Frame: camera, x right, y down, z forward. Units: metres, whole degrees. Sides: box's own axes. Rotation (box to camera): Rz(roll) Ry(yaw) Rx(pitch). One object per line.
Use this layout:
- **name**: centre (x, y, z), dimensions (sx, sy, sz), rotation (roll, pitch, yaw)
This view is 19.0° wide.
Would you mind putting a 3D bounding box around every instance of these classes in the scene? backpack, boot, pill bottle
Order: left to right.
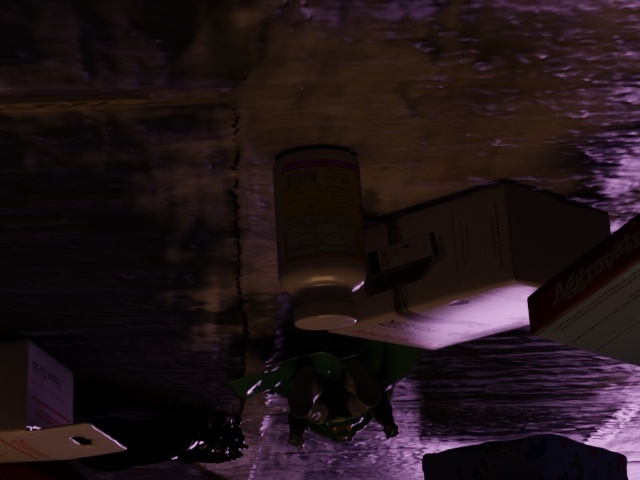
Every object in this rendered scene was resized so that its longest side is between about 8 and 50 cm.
- **boot**: centre (-0.129, 0.166, 1.577), dimensions (0.121, 0.045, 0.099), rotation (-10, 168, 27)
- **pill bottle**: centre (0.000, 0.000, 0.933), dimensions (0.043, 0.083, 0.043), rotation (-3, 165, -1)
- **backpack**: centre (0.176, 0.286, 1.784), dimensions (0.253, 0.191, 0.225), rotation (-22, 154, 32)

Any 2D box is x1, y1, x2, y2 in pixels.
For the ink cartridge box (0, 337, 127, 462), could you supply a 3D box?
- **ink cartridge box**: centre (-0.241, 0.114, 1.317), dimensions (0.198, 0.067, 0.115), rotation (-4, 165, 7)

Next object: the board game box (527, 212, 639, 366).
- **board game box**: centre (0.240, -0.010, 0.895), dimensions (0.145, 0.027, 0.281), rotation (18, 142, -28)

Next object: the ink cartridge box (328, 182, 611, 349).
- **ink cartridge box**: centre (0.081, 0.018, 1.063), dimensions (0.135, 0.056, 0.099), rotation (-18, 159, 40)

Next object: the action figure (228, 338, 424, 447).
- **action figure**: centre (0.013, 0.120, 1.415), dimensions (0.137, 0.063, 0.232), rotation (-7, 168, 2)

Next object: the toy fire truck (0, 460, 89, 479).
- **toy fire truck**: centre (-0.244, 0.228, 1.518), dimensions (0.302, 0.169, 0.254), rotation (19, 150, 33)
